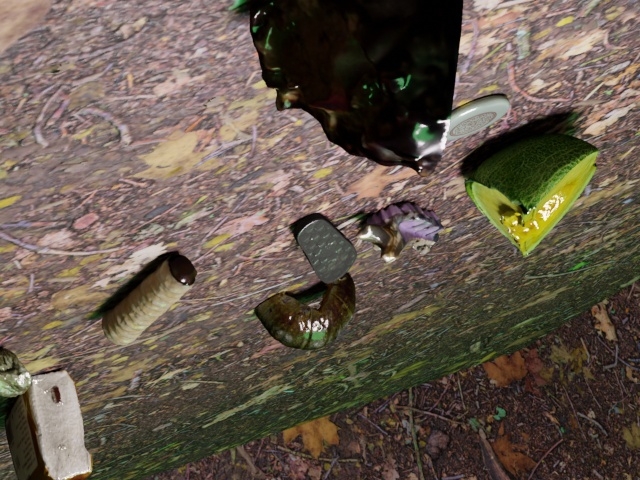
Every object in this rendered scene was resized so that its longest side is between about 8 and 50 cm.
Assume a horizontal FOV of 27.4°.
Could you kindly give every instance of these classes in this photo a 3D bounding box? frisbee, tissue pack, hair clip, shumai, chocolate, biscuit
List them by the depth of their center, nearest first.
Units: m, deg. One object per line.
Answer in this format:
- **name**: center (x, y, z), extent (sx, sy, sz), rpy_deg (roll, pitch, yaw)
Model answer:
- **chocolate**: center (0.024, -0.167, 1.131), extent (0.177, 0.224, 0.206), rpy_deg (4, -159, 0)
- **frisbee**: center (0.198, -0.158, 1.719), extent (0.110, 0.014, 0.110), rpy_deg (-22, 167, -6)
- **biscuit**: center (-0.239, 0.081, 1.825), extent (0.055, 0.061, 0.219), rpy_deg (-20, 165, -44)
- **shumai**: center (-0.461, 0.197, 1.848), extent (0.080, 0.083, 0.082), rpy_deg (-37, 138, -37)
- **hair clip**: center (0.133, -0.007, 2.062), extent (0.106, 0.084, 0.292), rpy_deg (-33, 169, 17)
- **tissue pack**: center (-0.451, 0.332, 2.153), extent (0.092, 0.183, 0.226), rpy_deg (-10, 161, -29)

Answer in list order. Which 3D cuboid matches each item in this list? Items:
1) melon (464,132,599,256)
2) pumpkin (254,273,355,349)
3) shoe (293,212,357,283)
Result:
- **melon**: center (0.315, -0.098, 1.946), extent (0.169, 0.129, 0.265), rpy_deg (-45, 163, -5)
- **pumpkin**: center (-0.011, 0.134, 2.293), extent (0.184, 0.107, 0.119), rpy_deg (-20, 160, -19)
- **shoe**: center (0.000, 0.000, 1.938), extent (0.071, 0.049, 0.179), rpy_deg (-36, 147, 1)
